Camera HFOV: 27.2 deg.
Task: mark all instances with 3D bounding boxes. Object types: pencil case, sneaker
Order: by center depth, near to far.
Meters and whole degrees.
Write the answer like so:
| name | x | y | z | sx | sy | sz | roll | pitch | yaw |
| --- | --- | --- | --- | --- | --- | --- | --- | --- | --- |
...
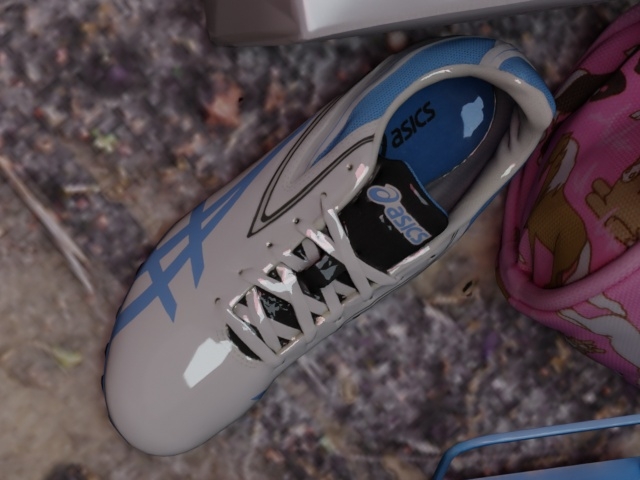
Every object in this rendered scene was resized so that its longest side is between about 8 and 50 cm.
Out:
| name | x | y | z | sx | sy | sz | roll | pitch | yaw |
| --- | --- | --- | --- | --- | --- | --- | --- | --- | --- |
| sneaker | 0.000 | 0.000 | 0.558 | 0.237 | 0.086 | 0.085 | -44 | 107 | -4 |
| pencil case | 0.270 | 0.046 | 0.597 | 0.386 | 0.167 | 0.160 | 31 | 68 | -17 |

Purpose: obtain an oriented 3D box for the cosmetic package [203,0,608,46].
| name | x | y | z | sx | sy | sz | roll | pitch | yaw |
| --- | --- | --- | --- | --- | --- | --- | --- | --- | --- |
| cosmetic package | 0.043 | -0.274 | 0.498 | 0.217 | 0.156 | 0.385 | -13 | 99 | -15 |

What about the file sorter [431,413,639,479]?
| name | x | y | z | sx | sy | sz | roll | pitch | yaw |
| --- | --- | --- | --- | --- | --- | --- | --- | --- | --- |
| file sorter | 0.114 | 0.168 | 0.553 | 0.118 | 0.104 | 0.170 | -7 | 66 | -5 |
